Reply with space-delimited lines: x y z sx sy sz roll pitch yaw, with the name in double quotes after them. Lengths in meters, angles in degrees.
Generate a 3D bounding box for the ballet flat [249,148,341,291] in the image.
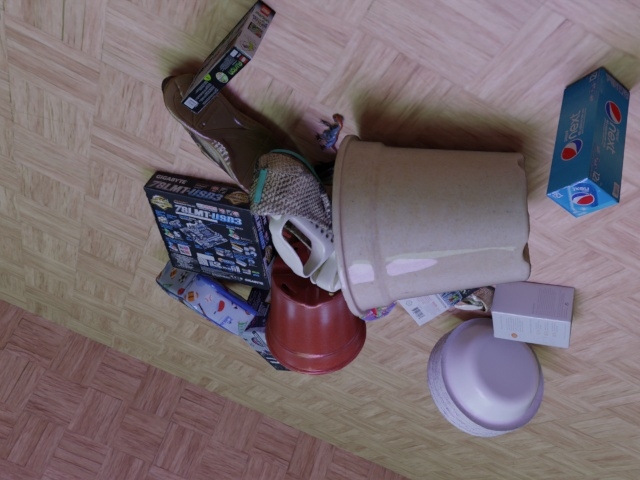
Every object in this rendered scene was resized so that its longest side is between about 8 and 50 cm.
0.000 0.000 1.356 0.164 0.182 0.483 6 159 34 "ballet flat"

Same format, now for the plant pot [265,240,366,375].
-0.016 0.154 1.650 0.272 0.272 0.265 13 141 13 "plant pot"

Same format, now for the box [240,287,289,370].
-0.119 0.272 1.978 0.142 0.163 0.247 -4 142 34 "box"

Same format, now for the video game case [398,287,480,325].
0.245 0.063 1.417 0.210 0.042 0.232 -35 129 11 "video game case"

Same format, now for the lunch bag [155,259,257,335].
-0.326 0.155 1.885 0.243 0.115 0.303 37 173 -35 "lunch bag"

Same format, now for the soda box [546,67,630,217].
0.386 -0.141 0.939 0.067 0.210 0.071 32 149 -20 "soda box"

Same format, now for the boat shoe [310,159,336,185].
-0.002 -0.140 1.350 0.152 0.056 0.049 -9 126 39 "boat shoe"

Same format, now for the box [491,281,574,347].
0.487 0.167 1.503 0.170 0.091 0.130 7 148 22 "box"

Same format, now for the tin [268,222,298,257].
-0.128 0.014 1.692 0.106 0.040 0.190 25 150 -17 "tin"

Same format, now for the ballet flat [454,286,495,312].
0.313 0.123 1.562 0.206 0.067 0.073 13 149 13 "ballet flat"

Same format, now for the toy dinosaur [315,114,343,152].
0.023 -0.207 1.251 0.090 0.047 0.082 3 159 -45 "toy dinosaur"

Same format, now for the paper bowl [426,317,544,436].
0.420 0.330 1.618 0.284 0.284 0.148 24 150 -6 "paper bowl"

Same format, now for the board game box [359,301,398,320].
0.167 0.145 1.605 0.133 0.033 0.168 15 118 -47 "board game box"

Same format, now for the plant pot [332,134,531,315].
0.210 -0.033 1.164 0.305 0.334 0.334 -2 145 16 "plant pot"

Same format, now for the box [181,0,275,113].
-0.159 -0.306 1.106 0.036 0.114 0.207 34 148 -22 "box"

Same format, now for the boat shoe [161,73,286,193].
-0.185 -0.203 1.314 0.342 0.123 0.123 40 176 -32 "boat shoe"

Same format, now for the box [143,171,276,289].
-0.265 -0.019 1.631 0.296 0.073 0.293 12 138 18 "box"
